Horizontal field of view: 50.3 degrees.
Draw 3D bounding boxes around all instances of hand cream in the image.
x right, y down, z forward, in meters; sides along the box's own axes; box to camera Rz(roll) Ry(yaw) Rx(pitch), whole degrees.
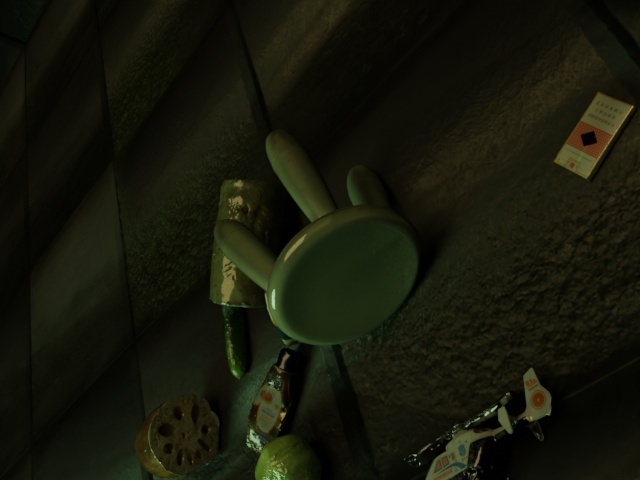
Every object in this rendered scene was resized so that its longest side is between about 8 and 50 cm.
[{"bbox_3d":[-0.065,0.232,0.962,0.062,0.039,0.163,23,97,34],"label":"hand cream"}]

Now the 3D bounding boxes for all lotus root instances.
[{"bbox_3d":[-0.224,0.302,1.057,0.081,0.122,0.112,-26,83,49],"label":"lotus root"}]

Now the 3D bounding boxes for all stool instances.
[{"bbox_3d":[0.000,0.000,0.853,0.195,0.195,0.199,-58,37,18],"label":"stool"}]

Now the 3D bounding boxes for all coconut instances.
[{"bbox_3d":[-0.044,0.294,0.881,0.096,0.088,0.088,33,103,43],"label":"coconut"}]

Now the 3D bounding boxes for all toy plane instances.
[{"bbox_3d":[0.163,0.212,0.696,0.197,0.053,0.078,-50,36,31],"label":"toy plane"}]

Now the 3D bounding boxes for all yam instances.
[{"bbox_3d":[-0.110,0.009,1.034,0.107,0.107,0.194,-6,74,48],"label":"yam"}]

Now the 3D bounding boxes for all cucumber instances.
[{"bbox_3d":[-0.137,0.141,1.074,0.037,0.037,0.155,-35,54,36],"label":"cucumber"}]

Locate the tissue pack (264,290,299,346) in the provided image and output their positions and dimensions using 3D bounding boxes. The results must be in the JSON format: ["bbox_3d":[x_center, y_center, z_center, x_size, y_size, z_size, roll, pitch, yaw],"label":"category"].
[{"bbox_3d":[-0.047,0.102,0.948,0.042,0.083,0.062,-21,55,-2],"label":"tissue pack"}]

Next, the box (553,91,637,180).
[{"bbox_3d":[0.280,-0.107,0.698,0.046,0.012,0.083,44,110,46],"label":"box"}]
